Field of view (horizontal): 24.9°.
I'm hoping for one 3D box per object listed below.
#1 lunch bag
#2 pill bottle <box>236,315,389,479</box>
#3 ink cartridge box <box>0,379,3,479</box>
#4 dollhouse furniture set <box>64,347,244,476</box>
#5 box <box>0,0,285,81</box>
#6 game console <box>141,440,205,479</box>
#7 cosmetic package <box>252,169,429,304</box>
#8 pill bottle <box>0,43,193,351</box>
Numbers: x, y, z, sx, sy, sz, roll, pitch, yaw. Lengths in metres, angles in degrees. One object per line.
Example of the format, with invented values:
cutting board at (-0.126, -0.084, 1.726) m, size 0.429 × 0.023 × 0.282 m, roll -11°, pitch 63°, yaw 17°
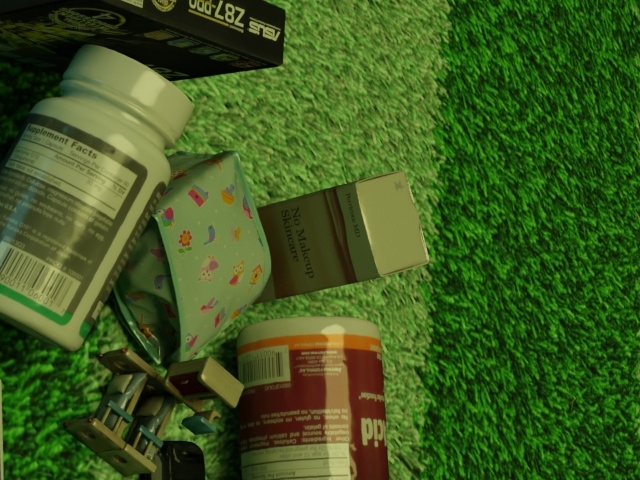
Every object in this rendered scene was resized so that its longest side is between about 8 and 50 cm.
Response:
lunch bag at (-0.192, 0.028, 2.093) m, size 0.223 × 0.160 × 0.262 m, roll -43°, pitch 127°, yaw -45°
pill bottle at (-0.009, 0.322, 2.163) m, size 0.224 × 0.224 × 0.392 m, roll 11°, pitch 71°, yaw -45°
ink cartridge box at (-0.489, 0.272, 1.792) m, size 0.206 × 0.045 × 0.208 m, roll 9°, pitch 71°, yaw -46°
dollhouse furniture set at (-0.229, 0.227, 1.982) m, size 0.129 × 0.183 × 0.129 m, roll 44°, pitch 50°, yaw -30°
box at (-0.286, -0.296, 1.927) m, size 0.395 × 0.318 × 0.097 m, roll 11°, pitch 80°, yaw -55°
game console at (-0.192, 0.467, 2.062) m, size 0.213 × 0.044 × 0.361 m, roll 10°, pitch 72°, yaw -47°
cosmetic package at (0.000, 0.000, 2.211) m, size 0.129 × 0.296 × 0.153 m, roll -16°, pitch 90°, yaw -49°
pill bottle at (-0.320, -0.056, 1.872) m, size 0.204 × 0.204 × 0.361 m, roll 36°, pitch 76°, yaw -35°
